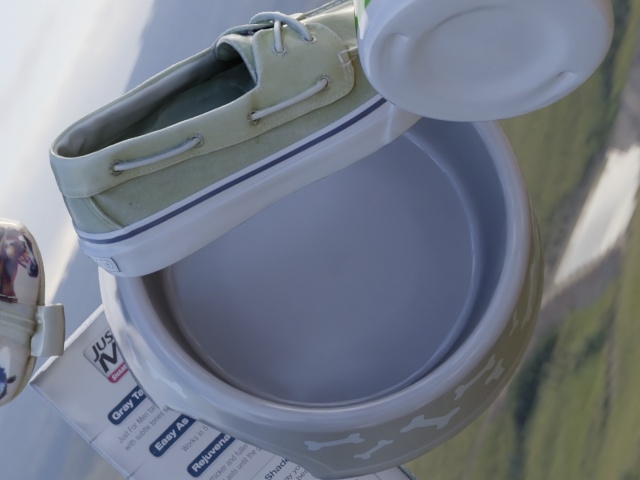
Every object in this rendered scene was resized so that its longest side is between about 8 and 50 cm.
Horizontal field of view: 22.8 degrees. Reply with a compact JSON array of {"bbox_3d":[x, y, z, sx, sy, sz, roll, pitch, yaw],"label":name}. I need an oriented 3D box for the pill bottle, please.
[{"bbox_3d":[0.080,-0.202,0.891,0.136,0.136,0.246,115,155,-56],"label":"pill bottle"}]

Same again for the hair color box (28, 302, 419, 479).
[{"bbox_3d":[-0.067,0.178,1.379,0.174,0.347,0.105,-45,6,-1],"label":"hair color box"}]

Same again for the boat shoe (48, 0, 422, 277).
[{"bbox_3d":[-0.029,-0.091,0.988,0.302,0.109,0.094,-36,-48,-14],"label":"boat shoe"}]

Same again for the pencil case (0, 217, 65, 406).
[{"bbox_3d":[-0.404,0.025,1.201,0.183,0.410,0.160,22,96,55],"label":"pencil case"}]

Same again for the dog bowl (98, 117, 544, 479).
[{"bbox_3d":[0.000,0.000,1.192,0.102,0.348,0.349,90,-160,-73],"label":"dog bowl"}]
